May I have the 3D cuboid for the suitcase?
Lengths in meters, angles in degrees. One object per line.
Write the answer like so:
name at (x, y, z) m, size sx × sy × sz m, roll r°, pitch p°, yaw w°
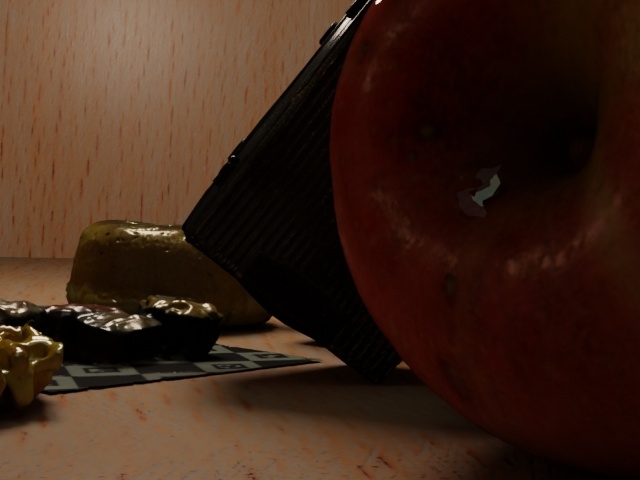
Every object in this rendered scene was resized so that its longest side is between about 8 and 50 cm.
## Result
suitcase at (0.060, -0.068, 0.860) m, size 0.229 × 0.335 × 0.152 m, roll 38°, pitch 2°, yaw -8°

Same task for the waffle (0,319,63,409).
waffle at (-0.302, 0.088, 0.695) m, size 0.253 × 0.056 × 0.249 m, roll 0°, pitch 2°, yaw 3°

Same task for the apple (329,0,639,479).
apple at (0.204, -0.039, 0.557) m, size 0.363 × 0.364 × 0.364 m, roll 2°, pitch 1°, yaw 0°

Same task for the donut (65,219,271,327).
donut at (-0.175, 0.043, 1.202) m, size 0.261 × 0.128 × 0.208 m, roll 1°, pitch 3°, yaw -39°

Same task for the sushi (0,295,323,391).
sushi at (-0.201, 0.084, 0.926) m, size 0.292 × 0.059 × 0.294 m, roll 3°, pitch 1°, yaw 42°
